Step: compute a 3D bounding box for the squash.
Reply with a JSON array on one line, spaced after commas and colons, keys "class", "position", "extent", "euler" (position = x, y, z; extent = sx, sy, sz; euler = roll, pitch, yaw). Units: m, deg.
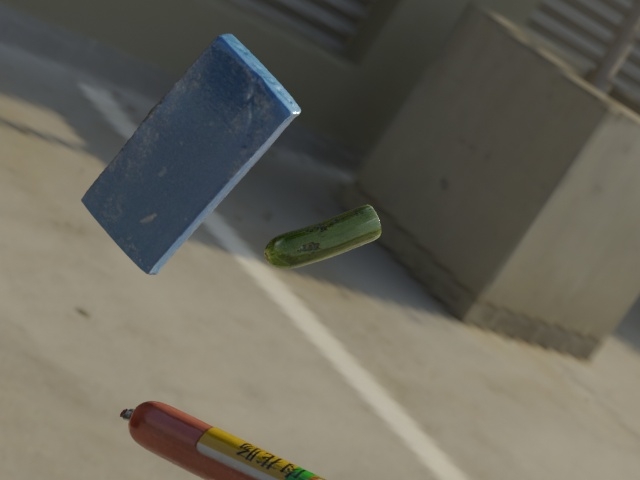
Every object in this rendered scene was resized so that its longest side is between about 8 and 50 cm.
[{"class": "squash", "position": [0.000, 0.000, 1.092], "extent": [0.083, 0.027, 0.027], "euler": [-21, 40, -20]}]

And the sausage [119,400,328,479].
[{"class": "sausage", "position": [-0.020, 0.134, 0.851], "extent": [0.223, 0.029, 0.029], "euler": [21, 8, 26]}]

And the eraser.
[{"class": "eraser", "position": [-0.171, -0.107, 2.021], "extent": [0.144, 0.312, 0.042], "euler": [48, 24, 10]}]
